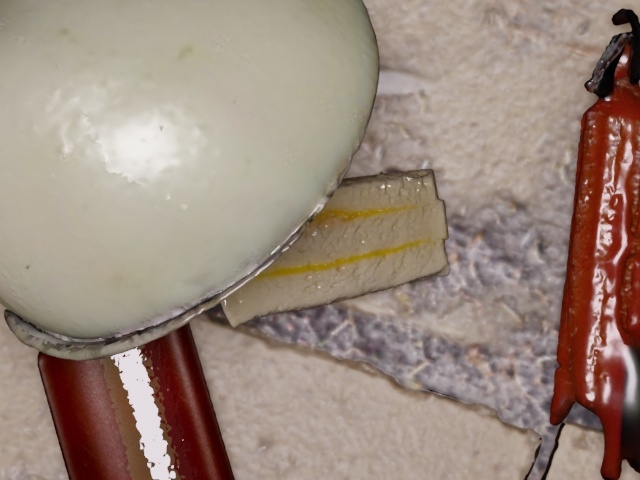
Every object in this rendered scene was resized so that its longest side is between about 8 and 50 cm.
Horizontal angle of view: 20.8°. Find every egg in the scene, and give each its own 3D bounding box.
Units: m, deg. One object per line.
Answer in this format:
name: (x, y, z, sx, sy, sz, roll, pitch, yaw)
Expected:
egg: (-0.114, -0.091, 0.998, 0.286, 0.264, 0.174, -41, 131, -4)

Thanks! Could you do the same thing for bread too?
bread: (0.007, 0.000, 1.082, 0.152, 0.105, 0.077, -10, 94, 0)

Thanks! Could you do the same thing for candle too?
candle: (0.194, 0.003, 1.106, 0.084, 0.059, 0.301, 3, 89, -12)

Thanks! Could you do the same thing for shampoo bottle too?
shampoo bottle: (-0.113, 0.125, 1.097, 0.102, 0.064, 0.260, -16, 87, 3)
